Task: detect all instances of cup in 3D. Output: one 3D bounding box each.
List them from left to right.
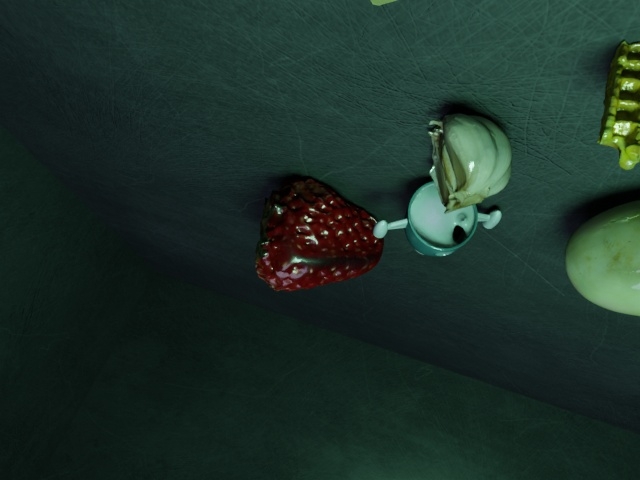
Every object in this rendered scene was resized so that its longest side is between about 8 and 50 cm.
[{"bbox_3d":[0.277,-0.035,1.144,0.299,0.168,0.173,-4,163,0],"label":"cup"}]

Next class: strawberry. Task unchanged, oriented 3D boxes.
[{"bbox_3d":[0.000,0.000,1.332,0.345,0.317,0.295,12,127,-14],"label":"strawberry"}]

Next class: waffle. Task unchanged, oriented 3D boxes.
[{"bbox_3d":[0.465,-0.165,0.631,0.160,0.211,0.055,15,155,17],"label":"waffle"}]

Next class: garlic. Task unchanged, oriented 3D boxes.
[{"bbox_3d":[0.293,-0.157,0.913,0.142,0.178,0.229,-13,169,5],"label":"garlic"}]

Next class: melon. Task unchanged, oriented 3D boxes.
[{"bbox_3d":[0.627,0.029,0.878,0.223,0.223,0.317,36,151,-27],"label":"melon"}]

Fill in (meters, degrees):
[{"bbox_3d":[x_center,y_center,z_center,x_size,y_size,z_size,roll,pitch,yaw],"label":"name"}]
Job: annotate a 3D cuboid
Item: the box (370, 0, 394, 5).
[{"bbox_3d":[0.079,-0.405,0.631,0.111,0.111,0.177,12,158,24],"label":"box"}]
